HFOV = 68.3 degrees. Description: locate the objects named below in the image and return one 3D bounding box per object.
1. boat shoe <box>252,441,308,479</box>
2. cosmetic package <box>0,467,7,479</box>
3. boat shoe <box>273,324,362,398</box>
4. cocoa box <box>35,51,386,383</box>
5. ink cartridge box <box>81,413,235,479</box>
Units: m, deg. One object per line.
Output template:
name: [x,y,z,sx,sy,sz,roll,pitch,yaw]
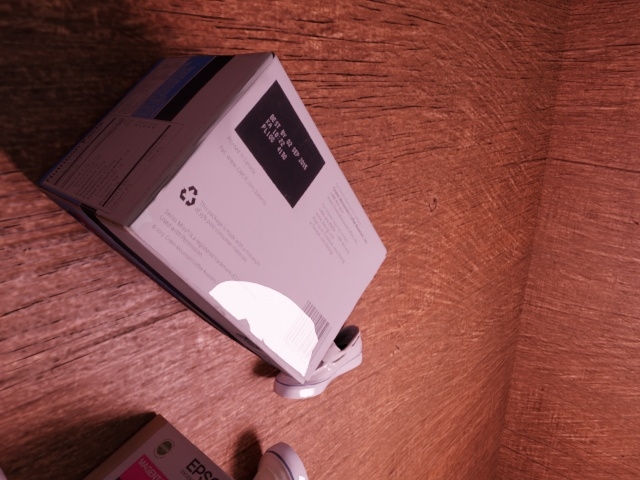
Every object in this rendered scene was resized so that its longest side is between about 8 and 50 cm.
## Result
boat shoe: [-0.128,0.557,0.879,0.156,0.135,0.368,-8,119,-44]
cosmetic package: [-0.405,0.280,0.431,0.184,0.151,0.152,-45,132,-31]
boat shoe: [-0.001,0.231,0.941,0.258,0.095,0.085,-14,110,-57]
cocoa box: [-0.111,-0.023,0.605,0.232,0.227,0.347,-55,137,-19]
ink cartridge box: [-0.214,0.370,0.617,0.193,0.234,0.088,-40,131,-34]
